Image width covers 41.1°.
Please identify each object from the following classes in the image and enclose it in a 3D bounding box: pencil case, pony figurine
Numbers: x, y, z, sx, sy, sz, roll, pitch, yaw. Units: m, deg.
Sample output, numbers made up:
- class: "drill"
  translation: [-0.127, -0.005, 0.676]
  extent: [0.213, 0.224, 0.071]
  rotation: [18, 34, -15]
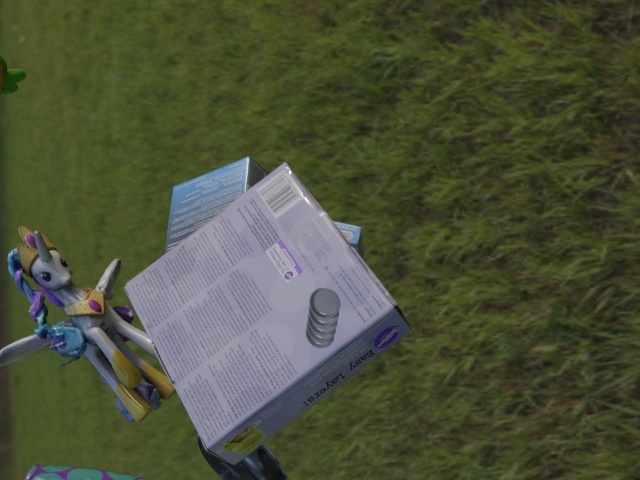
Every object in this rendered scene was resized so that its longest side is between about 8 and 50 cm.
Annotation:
- class: "pencil case"
  translation: [-0.256, 0.295, 0.960]
  extent: [0.064, 0.152, 0.070]
  rotation: [99, 179, -53]
- class: "pony figurine"
  translation: [-0.406, 0.156, 1.521]
  extent: [0.363, 0.303, 0.351]
  rotation: [43, 151, 5]

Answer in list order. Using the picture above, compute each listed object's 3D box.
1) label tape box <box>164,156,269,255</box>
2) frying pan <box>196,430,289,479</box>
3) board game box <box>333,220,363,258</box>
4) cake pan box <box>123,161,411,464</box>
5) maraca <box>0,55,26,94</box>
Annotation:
- class: "label tape box"
  translation: [-0.248, -0.010, 2.035]
  extent: [0.241, 0.106, 0.333]
  rotation: [-19, 51, 27]
- class: "frying pan"
  translation: [-0.107, 0.342, 1.363]
  extent: [0.197, 0.053, 0.326]
  rotation: [48, 148, -4]
- class: "board game box"
  translation: [0.000, 0.000, 1.631]
  extent: [0.211, 0.160, 0.039]
  rotation: [75, -152, -74]
- class: "cake pan box"
  translation: [-0.070, 0.069, 0.949]
  extent: [0.267, 0.246, 0.070]
  rotation: [52, 179, 37]
- class: "maraca"
  translation: [-0.425, -0.187, 1.004]
  extent: [0.186, 0.127, 0.099]
  rotation: [7, -118, -80]
